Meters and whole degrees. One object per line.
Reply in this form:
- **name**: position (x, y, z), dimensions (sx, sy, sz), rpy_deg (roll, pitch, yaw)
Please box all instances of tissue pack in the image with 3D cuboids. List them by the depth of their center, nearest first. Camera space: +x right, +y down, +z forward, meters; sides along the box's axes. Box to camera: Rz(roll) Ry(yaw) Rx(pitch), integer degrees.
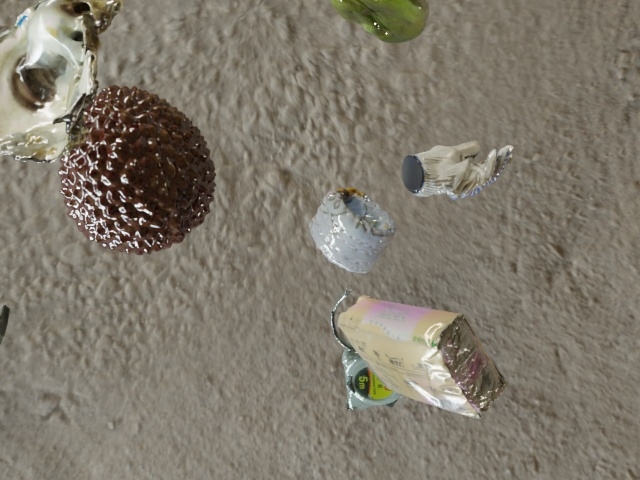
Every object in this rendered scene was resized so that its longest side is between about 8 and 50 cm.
- **tissue pack**: position (0.179, 0.211, 1.415), dimensions (0.123, 0.257, 0.215), rpy_deg (-51, 123, -28)

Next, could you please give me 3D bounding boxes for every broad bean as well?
- **broad bean**: position (0.112, -0.415, 1.387), dimensions (0.153, 0.207, 0.072), rpy_deg (-6, 81, 36)

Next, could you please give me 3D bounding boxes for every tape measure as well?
- **tape measure**: position (0.109, 0.220, 1.678), dimensions (0.164, 0.084, 0.330), rpy_deg (-4, 116, 2)

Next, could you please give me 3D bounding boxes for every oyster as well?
- **oyster**: position (-0.340, -0.195, 0.956), dimensions (0.223, 0.083, 0.214), rpy_deg (-2, 77, 27)

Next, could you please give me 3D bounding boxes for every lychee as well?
- **lychee**: position (-0.347, -0.129, 1.476), dimensions (0.306, 0.306, 0.330), rpy_deg (-11, 136, -1)

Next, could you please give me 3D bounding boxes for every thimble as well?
- **thimble**: position (0.060, -0.019, 1.502), dimensions (0.127, 0.151, 0.117), rpy_deg (-4, 135, -45)

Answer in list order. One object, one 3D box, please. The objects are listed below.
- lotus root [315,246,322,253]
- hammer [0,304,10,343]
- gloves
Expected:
- **lotus root**: position (0.002, 0.000, 1.908), dimensions (0.030, 0.083, 0.037), rpy_deg (-4, 136, -9)
- **hammer**: position (-0.554, 0.160, 1.160), dimensions (0.041, 0.227, 0.158), rpy_deg (46, 55, -37)
- **gloves**: position (0.252, -0.131, 1.399), dimensions (0.229, 0.119, 0.097), rpy_deg (-15, 145, -18)
